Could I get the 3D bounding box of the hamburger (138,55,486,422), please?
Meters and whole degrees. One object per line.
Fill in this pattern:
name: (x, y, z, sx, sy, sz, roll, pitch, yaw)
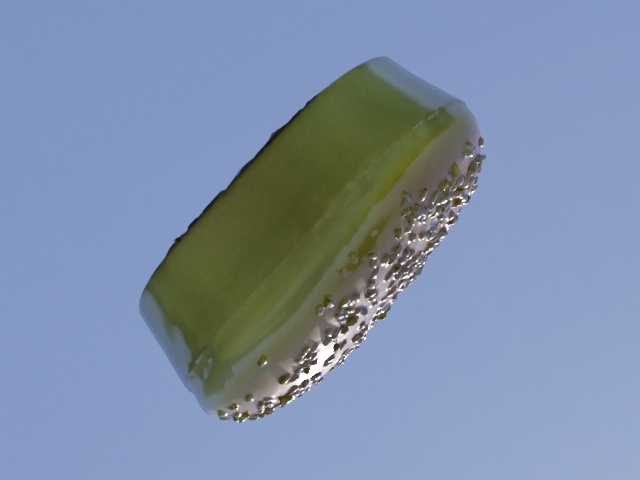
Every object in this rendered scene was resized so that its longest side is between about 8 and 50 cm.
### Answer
hamburger: (0.000, 0.000, 0.805, 0.116, 0.173, 0.210, 43, -78, -1)
